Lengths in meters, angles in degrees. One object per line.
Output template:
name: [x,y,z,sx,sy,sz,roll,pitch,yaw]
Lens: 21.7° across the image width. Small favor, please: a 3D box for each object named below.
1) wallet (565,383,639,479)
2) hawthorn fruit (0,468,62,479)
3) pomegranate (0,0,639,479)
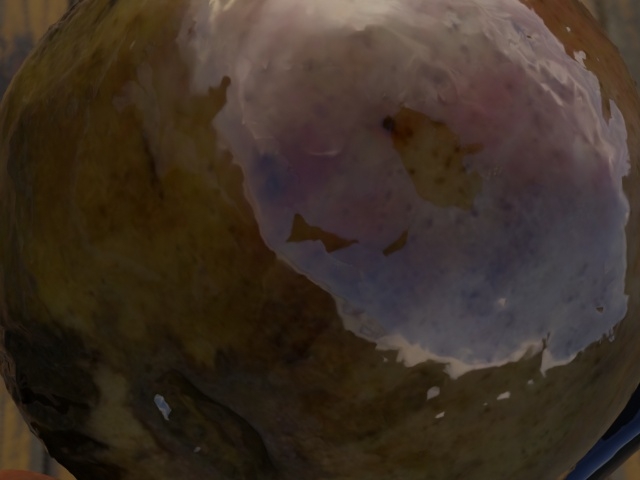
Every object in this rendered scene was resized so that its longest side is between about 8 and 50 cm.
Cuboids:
wallet: [0.012,0.137,0.966,0.406,0.062,0.228,-42,56,-4]
hawthorn fruit: [-0.159,0.207,0.816,0.211,0.211,0.299,22,22,-20]
pomegranate: [0.000,0.000,0.748,0.322,0.322,0.322,17,52,-24]
